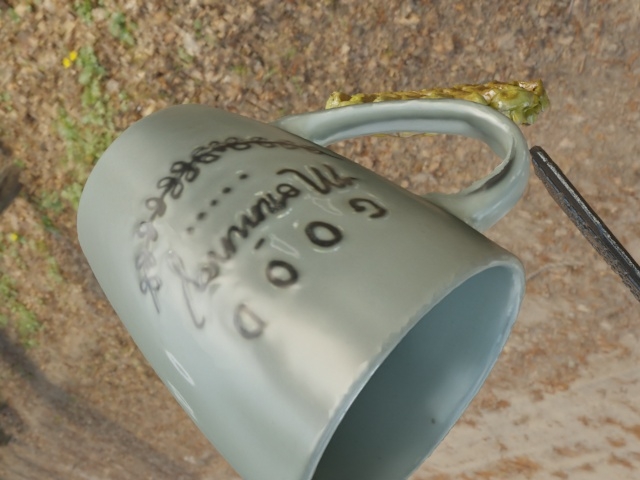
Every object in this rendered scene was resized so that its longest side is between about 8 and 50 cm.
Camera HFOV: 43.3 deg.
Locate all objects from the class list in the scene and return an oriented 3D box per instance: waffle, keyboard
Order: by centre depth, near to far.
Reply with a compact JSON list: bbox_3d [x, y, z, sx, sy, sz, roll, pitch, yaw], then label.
[{"bbox_3d":[0.279,0.021,0.748,0.262,0.016,0.106,56,-169,20],"label":"keyboard"},{"bbox_3d":[0.158,-0.182,1.111,0.302,0.325,0.068,-2,104,2],"label":"waffle"}]

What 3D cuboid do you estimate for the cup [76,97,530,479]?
[{"bbox_3d":[0.000,0.000,0.492,0.234,0.258,0.186,39,169,28],"label":"cup"}]
